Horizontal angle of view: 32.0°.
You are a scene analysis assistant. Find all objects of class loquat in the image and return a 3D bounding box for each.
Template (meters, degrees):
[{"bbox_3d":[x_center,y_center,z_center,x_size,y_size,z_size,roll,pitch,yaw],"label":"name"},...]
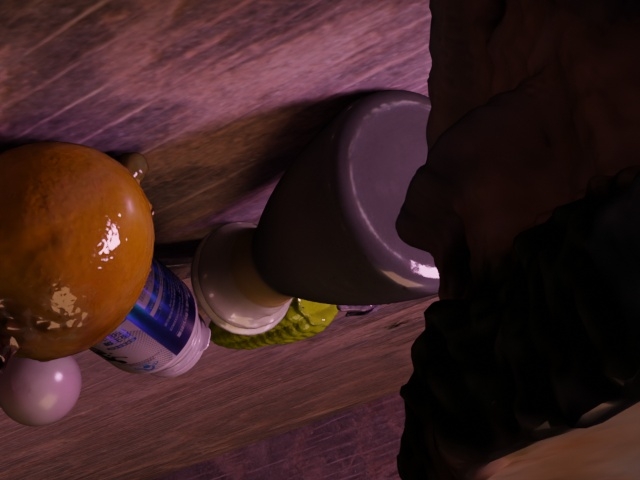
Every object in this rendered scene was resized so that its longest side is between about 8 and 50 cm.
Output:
[{"bbox_3d":[-0.199,0.002,0.842,0.204,0.149,0.172,-45,159,-34],"label":"loquat"}]

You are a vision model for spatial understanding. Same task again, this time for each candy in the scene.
[{"bbox_3d":[-0.070,0.092,1.414,0.209,0.096,0.097,-24,164,40],"label":"candy"}]

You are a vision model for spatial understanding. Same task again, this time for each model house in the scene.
[{"bbox_3d":[0.233,-0.107,0.516,0.395,0.400,0.445,-1,155,-8],"label":"model house"}]

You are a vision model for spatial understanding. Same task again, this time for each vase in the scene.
[{"bbox_3d":[0.000,0.000,1.022,0.173,0.173,0.321,-6,167,-34],"label":"vase"}]

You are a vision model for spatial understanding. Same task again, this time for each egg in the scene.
[{"bbox_3d":[-0.353,0.180,1.399,0.103,0.103,0.135,-8,161,-31],"label":"egg"}]

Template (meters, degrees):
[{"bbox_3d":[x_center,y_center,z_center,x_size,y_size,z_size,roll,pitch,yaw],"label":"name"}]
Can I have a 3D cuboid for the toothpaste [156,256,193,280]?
[{"bbox_3d":[-0.216,0.040,1.149,0.301,0.048,0.075,-9,153,-35],"label":"toothpaste"}]

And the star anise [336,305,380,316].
[{"bbox_3d":[0.090,0.010,1.214,0.204,0.061,0.181,-51,-161,-30],"label":"star anise"}]

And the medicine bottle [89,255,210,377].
[{"bbox_3d":[-0.183,0.064,1.064,0.107,0.107,0.191,-20,149,12],"label":"medicine bottle"}]
